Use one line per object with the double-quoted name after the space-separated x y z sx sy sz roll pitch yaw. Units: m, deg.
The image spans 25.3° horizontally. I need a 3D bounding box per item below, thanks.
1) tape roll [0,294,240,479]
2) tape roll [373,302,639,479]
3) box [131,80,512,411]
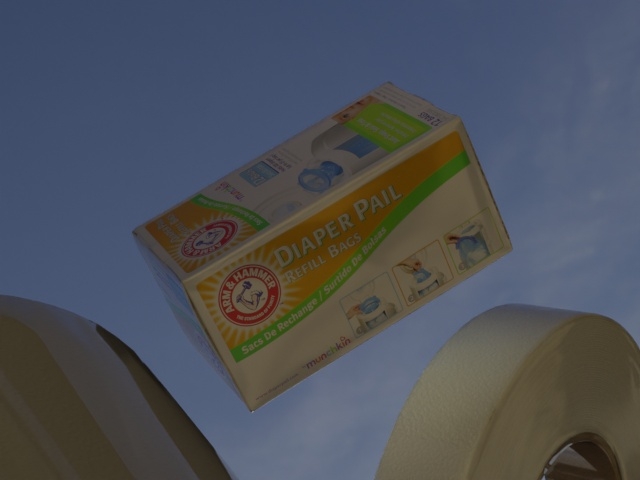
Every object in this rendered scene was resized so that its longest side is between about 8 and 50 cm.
-0.118 0.162 0.478 0.246 0.169 0.246 -17 -55 -26 "tape roll"
0.155 0.242 1.071 0.392 0.072 0.392 -12 -75 -54 "tape roll"
0.000 0.000 0.914 0.203 0.114 0.103 -31 -63 -11 "box"
